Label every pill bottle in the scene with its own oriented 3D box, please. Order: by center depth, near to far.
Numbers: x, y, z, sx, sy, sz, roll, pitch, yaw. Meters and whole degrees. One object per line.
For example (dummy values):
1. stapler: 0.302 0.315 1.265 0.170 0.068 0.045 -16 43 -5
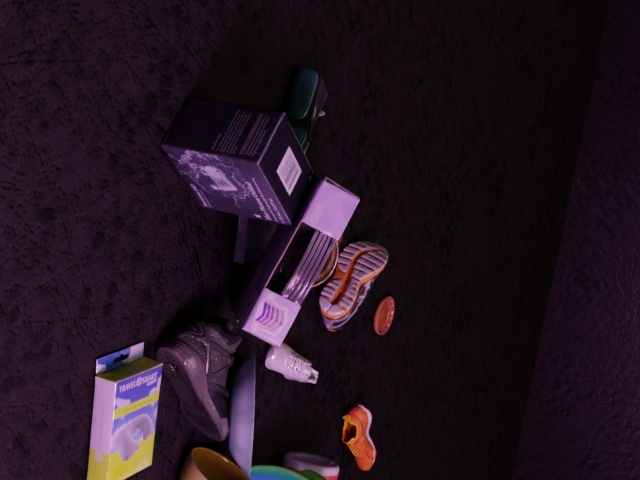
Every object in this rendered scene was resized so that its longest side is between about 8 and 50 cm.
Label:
1. pill bottle: -0.037 0.499 2.025 0.108 0.108 0.193 11 93 -64

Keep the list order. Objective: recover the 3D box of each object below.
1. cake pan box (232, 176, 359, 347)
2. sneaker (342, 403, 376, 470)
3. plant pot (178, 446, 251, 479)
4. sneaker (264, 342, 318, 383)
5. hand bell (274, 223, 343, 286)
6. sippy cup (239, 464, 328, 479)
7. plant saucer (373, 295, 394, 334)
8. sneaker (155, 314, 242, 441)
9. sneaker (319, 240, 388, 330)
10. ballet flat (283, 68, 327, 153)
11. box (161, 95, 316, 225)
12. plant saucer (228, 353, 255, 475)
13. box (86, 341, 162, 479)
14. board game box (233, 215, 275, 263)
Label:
1. cake pan box: -0.042 0.025 1.631 0.246 0.070 0.267 -63 -172 -2
2. sneaker: 0.073 0.416 2.278 0.067 0.064 0.175 -32 128 -29
3. plant pot: -0.175 0.403 1.704 0.095 0.134 0.134 -53 155 7
4. sneaker: -0.048 0.215 1.921 0.152 0.061 0.054 41 68 -60
5. hand bell: 0.000 0.000 1.897 0.242 0.126 0.126 -27 127 -72
6. sippy cup: -0.097 0.534 1.819 0.240 0.305 0.224 -112 -160 -46
7. plant saucer: 0.133 0.158 2.305 0.083 0.013 0.083 -37 134 -53
8. sneaker: -0.162 0.202 1.656 0.130 0.087 0.227 -48 137 -34
9. sneaker: 0.057 0.082 2.059 0.215 0.084 0.083 -50 157 -37
10. ballet flat: -0.037 -0.176 1.746 0.203 0.074 0.074 -70 153 -18
11. box: -0.111 -0.110 1.525 0.093 0.158 0.156 -64 151 -24
12. plant saucer: -0.128 0.279 1.753 0.195 0.037 0.195 -177 -90 -83
13. box: -0.270 0.240 1.511 0.109 0.042 0.178 -18 119 -61
14. board game box: -0.103 -0.014 1.745 0.090 0.020 0.090 -16 116 -61
